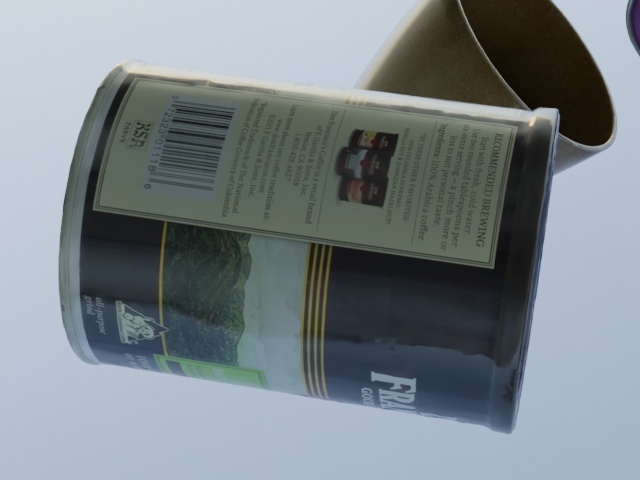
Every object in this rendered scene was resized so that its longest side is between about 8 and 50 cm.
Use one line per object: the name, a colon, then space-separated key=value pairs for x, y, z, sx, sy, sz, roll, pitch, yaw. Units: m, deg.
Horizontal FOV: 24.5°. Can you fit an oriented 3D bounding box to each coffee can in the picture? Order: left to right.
coffee can: x=0.000 y=0.000 z=0.931 sx=0.275 sy=0.201 sz=0.201 roll=8 pitch=-125 yaw=10

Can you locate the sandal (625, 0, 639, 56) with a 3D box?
sandal: x=0.396 y=-0.075 z=1.307 sx=0.102 sy=0.169 sz=0.416 roll=-21 pitch=-120 yaw=-32

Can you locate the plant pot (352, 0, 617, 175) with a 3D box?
plant pot: x=0.123 y=-0.124 z=1.487 sx=0.254 sy=0.237 sz=0.237 roll=-36 pitch=-140 yaw=32
